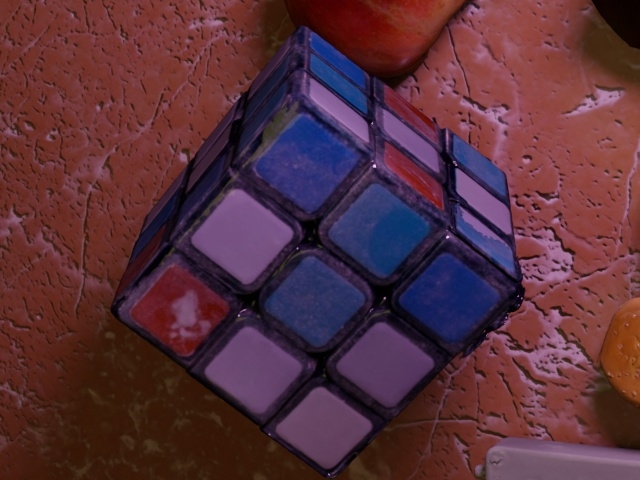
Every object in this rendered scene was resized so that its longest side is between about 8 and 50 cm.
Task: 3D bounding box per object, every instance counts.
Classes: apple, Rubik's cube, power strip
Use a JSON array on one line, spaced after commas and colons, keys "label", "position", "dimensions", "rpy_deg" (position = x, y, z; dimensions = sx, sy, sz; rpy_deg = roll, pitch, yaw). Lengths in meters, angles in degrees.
[{"label": "apple", "position": [0.063, -0.348, 2.004], "dimensions": [0.251, 0.163, 0.293], "rpy_deg": [45, 110, 13]}, {"label": "Rubik's cube", "position": [0.000, 0.000, 1.911], "dimensions": [0.359, 0.363, 0.362], "rpy_deg": [35, 112, -13]}, {"label": "power strip", "position": [0.374, 0.306, 1.980], "dimensions": [0.385, 0.062, 0.091], "rpy_deg": [3, 104, 25]}]

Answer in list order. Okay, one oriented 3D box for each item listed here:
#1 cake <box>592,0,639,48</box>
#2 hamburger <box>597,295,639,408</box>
[{"label": "cake", "position": [0.426, -0.336, 1.843], "dimensions": [0.185, 0.178, 0.208], "rpy_deg": [35, 148, 3]}, {"label": "hamburger", "position": [0.415, 0.141, 1.934], "dimensions": [0.147, 0.083, 0.138], "rpy_deg": [21, 104, 26]}]
